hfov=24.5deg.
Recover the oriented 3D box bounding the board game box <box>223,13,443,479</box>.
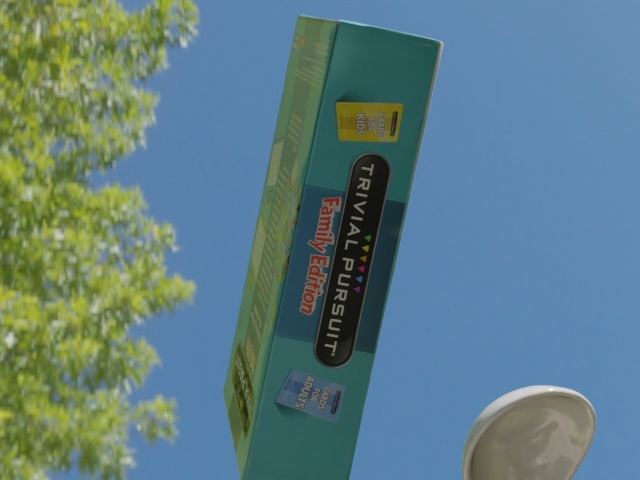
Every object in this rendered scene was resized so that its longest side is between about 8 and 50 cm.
[{"bbox_3d":[0.000,0.000,1.134,0.079,0.254,0.336,10,-82,-8],"label":"board game box"}]

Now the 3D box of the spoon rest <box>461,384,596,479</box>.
[{"bbox_3d":[0.177,0.245,1.404,0.137,0.084,0.276,-2,-49,-25],"label":"spoon rest"}]
